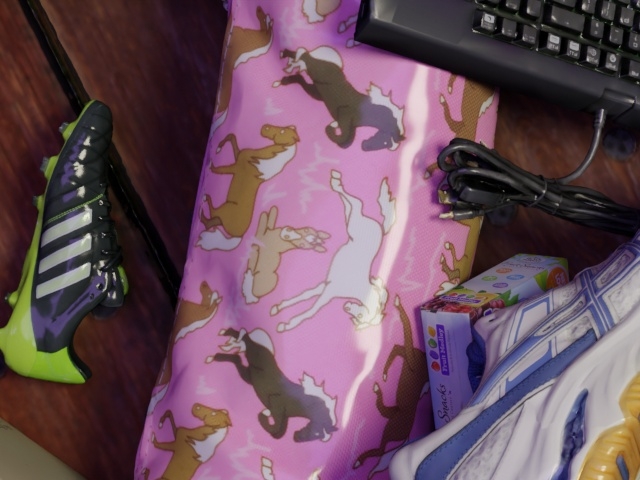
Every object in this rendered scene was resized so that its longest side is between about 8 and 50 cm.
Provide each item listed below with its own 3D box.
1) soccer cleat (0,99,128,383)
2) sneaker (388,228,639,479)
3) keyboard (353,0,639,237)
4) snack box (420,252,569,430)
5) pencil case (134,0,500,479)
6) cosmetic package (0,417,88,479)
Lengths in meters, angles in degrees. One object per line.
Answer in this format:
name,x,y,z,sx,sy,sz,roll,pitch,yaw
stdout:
soccer cleat,-0.149,0.002,0.995,0.072,0.060,0.179,16,93,1
sneaker,0.141,0.045,0.807,0.131,0.296,0.112,8,129,36
keyboard,0.165,-0.091,0.887,0.317,0.033,0.202,14,84,-21
snack box,0.106,0.089,0.897,0.037,0.100,0.141,6,111,39
pencil case,0.000,0.000,0.919,0.167,0.160,0.386,4,83,48
cosmetic package,-0.134,0.219,0.913,0.309,0.160,0.113,32,89,10
